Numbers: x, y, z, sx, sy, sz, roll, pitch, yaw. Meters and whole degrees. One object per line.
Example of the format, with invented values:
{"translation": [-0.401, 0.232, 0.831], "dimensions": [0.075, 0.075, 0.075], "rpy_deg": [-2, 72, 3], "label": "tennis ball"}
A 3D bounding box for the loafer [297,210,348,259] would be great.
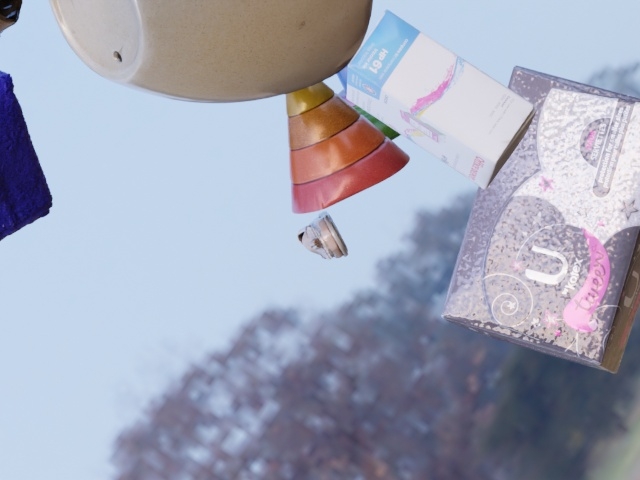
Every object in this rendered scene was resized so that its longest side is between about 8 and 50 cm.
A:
{"translation": [0.000, 0.000, 1.893], "dimensions": [0.039, 0.045, 0.125], "rpy_deg": [-28, 7, 1], "label": "loafer"}

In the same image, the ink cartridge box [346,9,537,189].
{"translation": [0.081, -0.095, 1.369], "dimensions": [0.052, 0.122, 0.088], "rpy_deg": [-56, -6, -9], "label": "ink cartridge box"}

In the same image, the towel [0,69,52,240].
{"translation": [-0.446, -0.034, 2.232], "dimensions": [0.308, 0.076, 0.228], "rpy_deg": [-37, -35, -20], "label": "towel"}

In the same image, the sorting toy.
{"translation": [0.016, -0.143, 1.954], "dimensions": [0.127, 0.126, 0.365], "rpy_deg": [-23, 15, 14], "label": "sorting toy"}

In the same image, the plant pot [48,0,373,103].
{"translation": [-0.121, -0.230, 1.698], "dimensions": [0.191, 0.284, 0.284], "rpy_deg": [-31, -26, -34], "label": "plant pot"}

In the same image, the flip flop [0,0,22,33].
{"translation": [-0.234, -0.184, 1.362], "dimensions": [0.277, 0.080, 0.112], "rpy_deg": [-48, 24, 48], "label": "flip flop"}

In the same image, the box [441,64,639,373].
{"translation": [0.232, -0.017, 1.865], "dimensions": [0.142, 0.163, 0.247], "rpy_deg": [21, -95, -73], "label": "box"}
